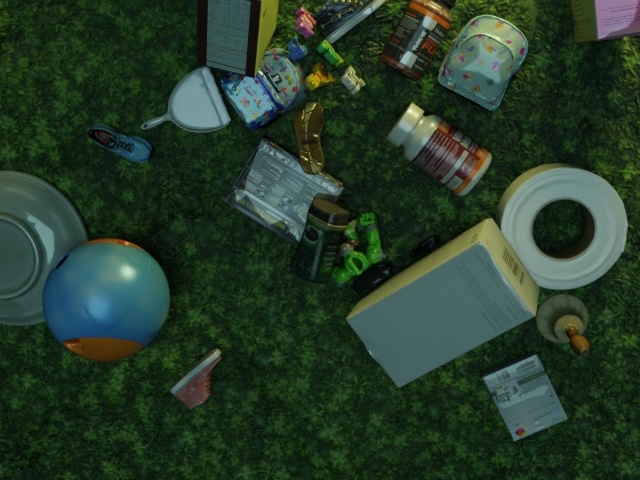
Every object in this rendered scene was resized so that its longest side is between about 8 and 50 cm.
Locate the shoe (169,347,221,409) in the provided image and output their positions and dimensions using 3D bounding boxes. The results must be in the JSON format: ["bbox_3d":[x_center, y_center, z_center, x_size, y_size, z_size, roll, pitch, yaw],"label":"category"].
[{"bbox_3d":[-0.295,0.350,2.006,0.178,0.063,0.081,-42,97,17],"label":"shoe"}]

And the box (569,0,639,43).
[{"bbox_3d":[0.598,-0.543,1.660,0.117,0.213,0.243,-9,101,7],"label":"box"}]

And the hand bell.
[{"bbox_3d":[0.575,0.212,1.808,0.126,0.242,0.126,1,101,5],"label":"hand bell"}]

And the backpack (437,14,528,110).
[{"bbox_3d":[0.362,-0.399,1.749,0.166,0.144,0.188,29,100,4],"label":"backpack"}]

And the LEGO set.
[{"bbox_3d":[-0.008,-0.395,1.782,0.087,0.093,0.227,-31,113,33],"label":"LEGO set"}]

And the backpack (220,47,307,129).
[{"bbox_3d":[-0.120,-0.351,1.813,0.173,0.117,0.158,-29,99,7],"label":"backpack"}]

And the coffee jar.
[{"bbox_3d":[0.000,0.000,1.832,0.096,0.079,0.184,32,111,37],"label":"coffee jar"}]

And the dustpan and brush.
[{"bbox_3d":[-0.331,-0.306,1.877,0.211,0.060,0.147,-22,98,2],"label":"dustpan and brush"}]

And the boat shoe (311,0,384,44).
[{"bbox_3d":[0.068,-0.526,1.783,0.183,0.065,0.083,-35,101,13],"label":"boat shoe"}]

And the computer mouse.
[{"bbox_3d":[0.177,0.051,1.898,0.242,0.071,0.041,-34,87,9],"label":"computer mouse"}]

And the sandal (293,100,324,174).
[{"bbox_3d":[-0.027,-0.236,1.851,0.072,0.049,0.180,-3,80,-9],"label":"sandal"}]

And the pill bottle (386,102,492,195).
[{"bbox_3d":[0.267,-0.208,1.806,0.221,0.121,0.121,35,103,-3],"label":"pill bottle"}]

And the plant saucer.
[{"bbox_3d":[-0.775,0.030,1.958,0.400,0.100,0.400,1,102,5],"label":"plant saucer"}]

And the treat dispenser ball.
[{"bbox_3d":[-0.498,0.138,1.860,0.288,0.288,0.288,1,102,5],"label":"treat dispenser ball"}]

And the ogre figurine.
[{"bbox_3d":[0.067,0.028,1.889,0.197,0.097,0.118,-32,86,-1],"label":"ogre figurine"}]

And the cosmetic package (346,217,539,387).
[{"bbox_3d":[0.277,0.147,1.818,0.385,0.156,0.217,-31,99,28],"label":"cosmetic package"}]

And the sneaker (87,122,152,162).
[{"bbox_3d":[-0.481,-0.226,1.891,0.162,0.073,0.063,20,103,0],"label":"sneaker"}]

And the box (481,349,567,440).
[{"bbox_3d":[0.501,0.381,1.955,0.145,0.038,0.186,-26,98,10],"label":"box"}]

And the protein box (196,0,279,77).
[{"bbox_3d":[-0.173,-0.500,1.703,0.136,0.200,0.201,14,140,1],"label":"protein box"}]

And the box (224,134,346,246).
[{"bbox_3d":[-0.083,-0.112,1.890,0.231,0.056,0.183,31,104,-2],"label":"box"}]

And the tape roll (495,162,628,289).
[{"bbox_3d":[0.551,-0.033,1.831,0.286,0.100,0.286,1,101,5],"label":"tape roll"}]

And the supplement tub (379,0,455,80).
[{"bbox_3d":[0.221,-0.463,1.765,0.106,0.106,0.198,29,103,-2],"label":"supplement tub"}]
